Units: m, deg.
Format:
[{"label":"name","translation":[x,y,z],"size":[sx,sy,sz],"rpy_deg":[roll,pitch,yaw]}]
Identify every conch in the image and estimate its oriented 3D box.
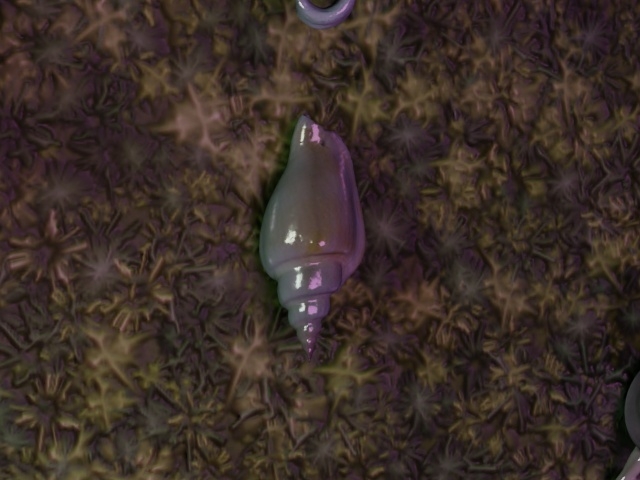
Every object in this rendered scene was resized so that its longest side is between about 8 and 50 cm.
[{"label":"conch","translation":[0.002,-0.001,1.309],"size":[0.088,0.065,0.180],"rpy_deg":[7,82,-26]}]

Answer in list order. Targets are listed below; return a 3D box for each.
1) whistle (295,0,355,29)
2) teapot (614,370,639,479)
[{"label":"whistle","translation":[0.040,-0.284,1.260],"size":[0.163,0.163,0.290],"rpy_deg":[21,85,-27]},{"label":"teapot","translation":[0.297,0.151,1.479],"size":[0.091,0.124,0.092],"rpy_deg":[27,40,-42]}]
